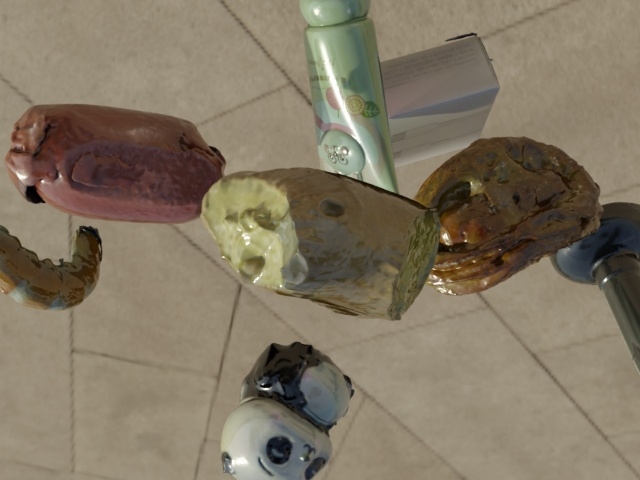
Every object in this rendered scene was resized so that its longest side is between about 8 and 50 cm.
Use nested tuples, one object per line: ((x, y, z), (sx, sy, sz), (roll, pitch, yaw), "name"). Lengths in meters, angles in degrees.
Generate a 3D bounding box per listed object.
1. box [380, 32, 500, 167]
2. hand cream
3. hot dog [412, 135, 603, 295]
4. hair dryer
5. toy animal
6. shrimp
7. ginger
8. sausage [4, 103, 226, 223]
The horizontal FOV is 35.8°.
((0.129, -0.197, 1.519), (0.252, 0.106, 0.203), (-15, 163, -7), "box")
((0.037, -0.188, 1.313), (0.147, 0.093, 0.305), (9, 116, 45), "hand cream")
((0.219, -0.037, 1.184), (0.259, 0.175, 0.114), (-27, 150, -29), "hot dog")
((0.482, 0.049, 1.310), (0.156, 0.320, 0.284), (17, 124, -35), "hair dryer")
((-0.039, 0.233, 1.243), (0.138, 0.179, 0.166), (-9, 140, 43), "toy animal")
((-0.315, 0.004, 1.106), (0.161, 0.166, 0.049), (41, 123, -6), "shrimp")
((0.000, 0.000, 0.952), (0.221, 0.130, 0.275), (12, 173, 8), "ginger")
((-0.261, -0.098, 1.280), (0.280, 0.152, 0.152), (6, 144, -19), "sausage")
